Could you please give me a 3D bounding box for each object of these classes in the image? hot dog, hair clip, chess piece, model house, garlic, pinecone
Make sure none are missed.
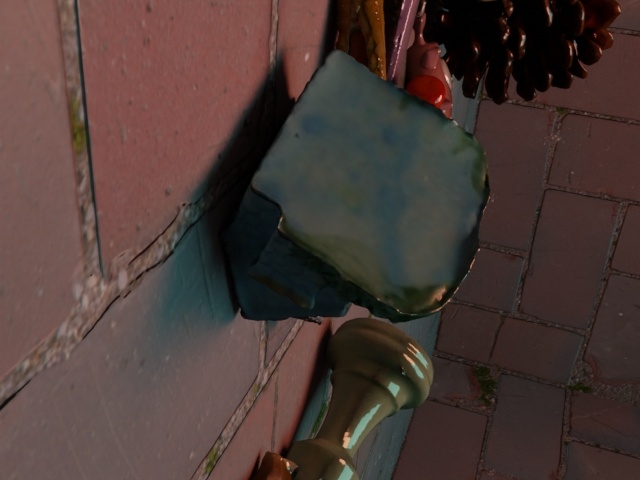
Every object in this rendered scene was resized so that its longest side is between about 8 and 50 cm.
[{"bbox_3d":[0.052,-0.187,0.951,0.083,0.068,0.289,-30,117,-76],"label":"hot dog"},{"bbox_3d":[0.094,-0.259,1.047,0.095,0.110,0.359,-2,105,-30],"label":"hair clip"},{"bbox_3d":[0.047,0.295,1.238,0.299,0.194,0.195,-56,156,-33],"label":"chess piece"},{"bbox_3d":[0.016,-0.008,0.819,0.241,0.225,0.261,-47,-167,51],"label":"model house"},{"bbox_3d":[-0.087,0.358,0.973,0.198,0.090,0.129,-2,89,-68],"label":"garlic"},{"bbox_3d":[0.385,-0.459,1.543,0.397,0.397,0.398,13,90,-76],"label":"pinecone"}]

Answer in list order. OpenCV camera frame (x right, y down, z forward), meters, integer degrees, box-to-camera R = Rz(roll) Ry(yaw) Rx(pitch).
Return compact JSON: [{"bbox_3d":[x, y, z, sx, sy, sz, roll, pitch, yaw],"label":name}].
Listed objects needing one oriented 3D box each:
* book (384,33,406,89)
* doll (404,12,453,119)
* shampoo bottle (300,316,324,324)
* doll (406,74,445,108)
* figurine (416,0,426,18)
[{"bbox_3d":[0.079,-0.171,1.212,0.379,0.031,0.264,-62,158,-46],"label":"book"},{"bbox_3d":[0.192,-0.282,1.386,0.211,0.093,0.262,-101,-178,-73],"label":"doll"},{"bbox_3d":[0.000,0.000,0.992,0.072,0.072,0.214,59,46,-70],"label":"shampoo bottle"},{"bbox_3d":[0.122,-0.097,1.122,0.336,0.105,0.200,94,11,-64],"label":"doll"},{"bbox_3d":[0.183,-0.475,1.088,0.197,0.175,0.265,-52,160,-39],"label":"figurine"}]
